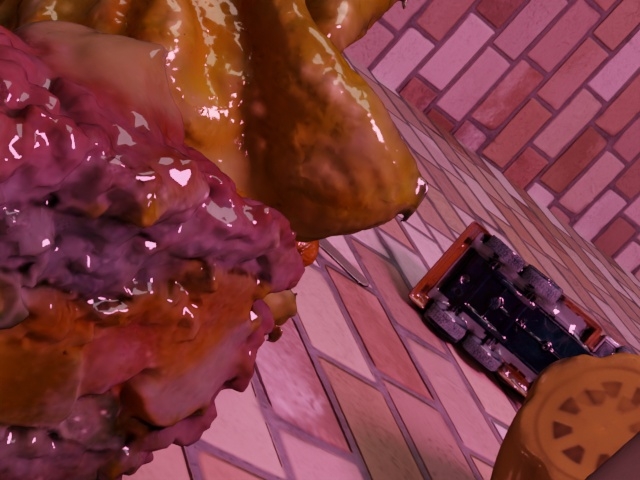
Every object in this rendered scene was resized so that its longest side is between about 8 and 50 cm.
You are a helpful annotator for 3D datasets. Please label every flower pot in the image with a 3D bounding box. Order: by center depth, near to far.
[{"bbox_3d":[0.219,0.188,0.925,0.195,0.195,0.179,55,-13,40],"label":"flower pot"}]

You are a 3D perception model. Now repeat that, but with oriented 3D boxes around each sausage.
[{"bbox_3d":[-0.033,-0.017,1.237,0.183,0.054,0.062,-106,177,-67],"label":"sausage"}]

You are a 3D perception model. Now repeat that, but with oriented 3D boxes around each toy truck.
[{"bbox_3d":[0.264,0.119,1.465,0.305,0.136,0.162,41,5,4],"label":"toy truck"}]

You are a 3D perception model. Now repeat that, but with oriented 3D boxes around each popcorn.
[{"bbox_3d":[-0.084,-0.093,0.806,0.325,0.321,0.290,31,4,40],"label":"popcorn"}]

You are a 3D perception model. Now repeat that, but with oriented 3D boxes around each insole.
[{"bbox_3d":[0.000,0.000,1.371,0.152,0.002,0.053,44,15,6],"label":"insole"}]

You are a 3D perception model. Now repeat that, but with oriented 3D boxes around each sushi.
[{"bbox_3d":[-0.146,0.003,0.559,0.270,0.236,0.171,17,20,-51],"label":"sushi"}]

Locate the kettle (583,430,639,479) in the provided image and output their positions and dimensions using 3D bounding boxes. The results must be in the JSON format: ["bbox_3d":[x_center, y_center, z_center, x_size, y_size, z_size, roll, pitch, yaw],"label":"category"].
[{"bbox_3d":[0.170,0.235,0.532,0.265,0.318,0.205,44,13,9],"label":"kettle"}]
